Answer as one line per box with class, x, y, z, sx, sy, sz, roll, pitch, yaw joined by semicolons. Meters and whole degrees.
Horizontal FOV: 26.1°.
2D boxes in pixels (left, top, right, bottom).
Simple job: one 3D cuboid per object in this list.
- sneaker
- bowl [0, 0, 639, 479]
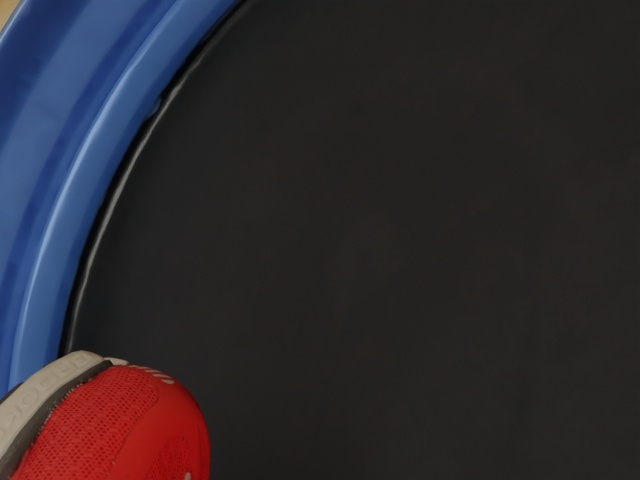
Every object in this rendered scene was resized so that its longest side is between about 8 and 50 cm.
sneaker;-0.044;0.162;0.306;0.118;0.107;0.279;-2;66;21
bowl;0.000;0.000;0.459;0.391;0.077;0.391;-21;55;34
